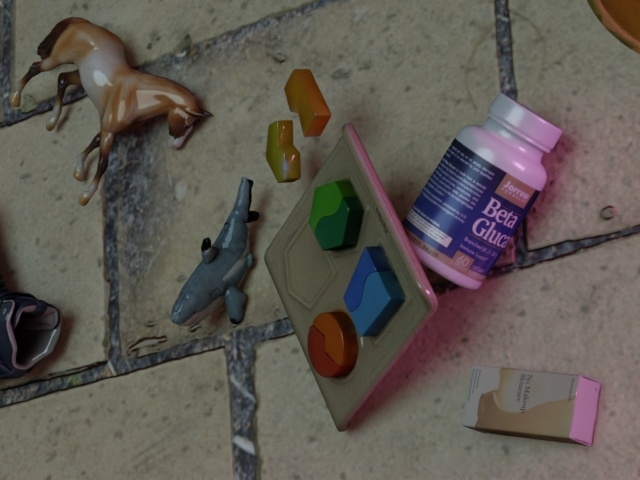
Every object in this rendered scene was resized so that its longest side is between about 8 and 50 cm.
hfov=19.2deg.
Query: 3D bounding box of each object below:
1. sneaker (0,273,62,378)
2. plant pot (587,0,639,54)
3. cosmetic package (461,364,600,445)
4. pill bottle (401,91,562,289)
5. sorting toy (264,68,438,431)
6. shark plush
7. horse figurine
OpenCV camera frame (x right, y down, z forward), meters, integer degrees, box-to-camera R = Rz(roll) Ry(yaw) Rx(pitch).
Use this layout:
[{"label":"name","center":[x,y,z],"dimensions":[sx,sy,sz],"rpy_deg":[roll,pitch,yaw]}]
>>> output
[{"label":"sneaker","center":[-0.358,0.047,2.096],"dimensions":[0.163,0.086,0.226],"rpy_deg":[-15,77,44]},{"label":"plant pot","center":[0.352,-0.390,1.564],"dimensions":[0.366,0.366,0.353],"rpy_deg":[-31,48,26]},{"label":"cosmetic package","center":[0.188,0.146,1.694],"dimensions":[0.115,0.041,0.060],"rpy_deg":[1,77,37]},{"label":"pill bottle","center":[0.149,-0.047,1.747],"dimensions":[0.094,0.094,0.169],"rpy_deg":[38,100,38]},{"label":"sorting toy","center":[0.000,0.000,1.814],"dimensions":[0.229,0.041,0.307],"rpy_deg":[-60,45,44]},{"label":"shark plush","center":[-0.098,0.017,1.930],"dimensions":[0.073,0.067,0.161],"rpy_deg":[37,100,38]},{"label":"horse figurine","center":[-0.249,-0.165,2.103],"dimensions":[0.174,0.066,0.263],"rpy_deg":[-50,55,21]}]
